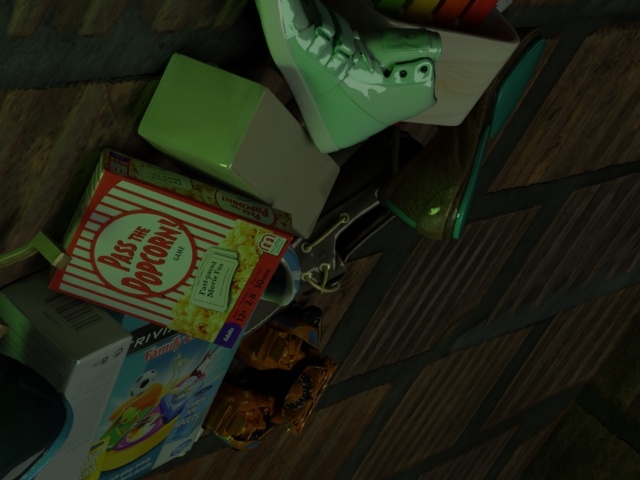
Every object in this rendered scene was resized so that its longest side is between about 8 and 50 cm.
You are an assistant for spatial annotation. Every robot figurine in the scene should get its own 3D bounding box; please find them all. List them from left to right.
[{"bbox_3d":[-0.061,0.176,2.346,0.211,0.085,0.291,-61,163,2],"label":"robot figurine"}]

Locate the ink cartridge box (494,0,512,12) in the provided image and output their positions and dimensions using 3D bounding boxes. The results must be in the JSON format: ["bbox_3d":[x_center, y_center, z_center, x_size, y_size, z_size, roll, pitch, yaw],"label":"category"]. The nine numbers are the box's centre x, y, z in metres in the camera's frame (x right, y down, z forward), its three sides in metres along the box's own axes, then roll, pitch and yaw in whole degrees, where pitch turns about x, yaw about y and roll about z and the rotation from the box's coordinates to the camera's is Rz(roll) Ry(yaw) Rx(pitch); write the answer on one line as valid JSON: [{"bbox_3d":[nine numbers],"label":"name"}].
[{"bbox_3d":[0.164,-0.297,2.058,0.097,0.046,0.207,-44,159,-16],"label":"ink cartridge box"}]

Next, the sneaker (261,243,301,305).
[{"bbox_3d":[-0.121,0.013,1.886,0.237,0.086,0.085,11,124,-32],"label":"sneaker"}]

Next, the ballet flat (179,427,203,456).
[{"bbox_3d":[-0.174,0.242,2.336,0.114,0.041,0.041,-48,159,-1],"label":"ballet flat"}]

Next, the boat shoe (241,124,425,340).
[{"bbox_3d":[0.000,0.000,2.177,0.324,0.097,0.116,-46,160,-7],"label":"boat shoe"}]

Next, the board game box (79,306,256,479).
[{"bbox_3d":[-0.196,0.136,2.052,0.254,0.079,0.336,-25,149,-47],"label":"board game box"}]

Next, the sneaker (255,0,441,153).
[{"bbox_3d":[0.028,-0.198,1.771,0.151,0.094,0.256,-20,139,7],"label":"sneaker"}]

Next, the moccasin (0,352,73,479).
[{"bbox_3d":[-0.370,0.242,1.678,0.342,0.117,0.138,-49,-169,-24],"label":"moccasin"}]

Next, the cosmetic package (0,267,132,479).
[{"bbox_3d":[-0.277,0.150,1.865,0.085,0.117,0.231,-25,148,-46],"label":"cosmetic package"}]

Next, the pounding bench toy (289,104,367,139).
[{"bbox_3d":[0.002,-0.113,2.003,0.065,0.083,0.052,-50,160,2],"label":"pounding bench toy"}]

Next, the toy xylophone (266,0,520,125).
[{"bbox_3d":[0.107,-0.214,1.957,0.236,0.081,0.323,-50,151,17],"label":"toy xylophone"}]

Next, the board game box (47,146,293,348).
[{"bbox_3d":[-0.144,0.010,1.808,0.045,0.194,0.146,-96,-150,-56],"label":"board game box"}]

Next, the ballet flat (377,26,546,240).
[{"bbox_3d":[0.151,-0.141,2.156,0.116,0.124,0.342,98,15,-53],"label":"ballet flat"}]

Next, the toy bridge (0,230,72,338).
[{"bbox_3d":[-0.309,0.063,1.719,0.188,0.063,0.026,-48,159,4],"label":"toy bridge"}]

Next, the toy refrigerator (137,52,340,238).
[{"bbox_3d":[-0.072,-0.091,1.847,0.094,0.102,0.269,-66,160,-6],"label":"toy refrigerator"}]
